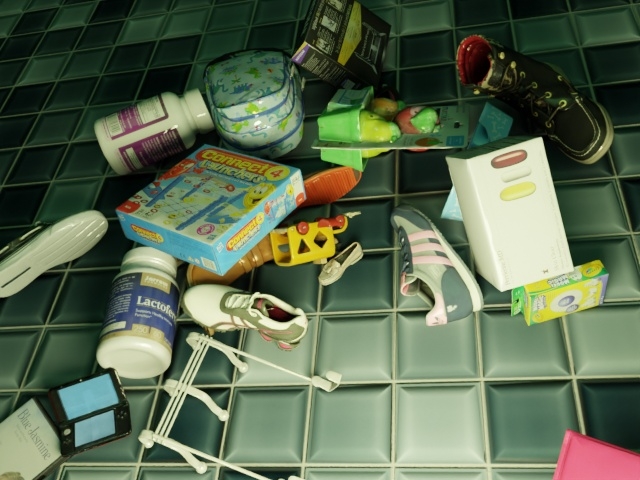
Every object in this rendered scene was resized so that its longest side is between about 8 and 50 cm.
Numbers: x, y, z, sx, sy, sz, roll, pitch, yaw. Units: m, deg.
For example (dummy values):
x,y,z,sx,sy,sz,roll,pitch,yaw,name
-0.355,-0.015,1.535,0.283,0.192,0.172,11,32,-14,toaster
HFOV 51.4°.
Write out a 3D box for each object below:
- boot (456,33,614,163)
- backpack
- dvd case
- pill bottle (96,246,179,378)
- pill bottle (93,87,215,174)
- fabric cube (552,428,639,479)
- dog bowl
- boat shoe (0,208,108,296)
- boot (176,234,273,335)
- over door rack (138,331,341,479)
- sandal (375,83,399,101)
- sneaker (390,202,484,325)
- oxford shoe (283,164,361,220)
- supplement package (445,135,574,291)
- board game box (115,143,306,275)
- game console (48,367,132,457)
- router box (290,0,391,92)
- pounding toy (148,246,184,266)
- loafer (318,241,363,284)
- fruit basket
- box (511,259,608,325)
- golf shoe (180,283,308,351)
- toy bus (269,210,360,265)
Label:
x,y,z,sx,sy,sz,roll,pitch,yaw,name
0.487,-0.337,1.544,0.284,0.138,0.377,15,40,-24,boot
-0.175,-0.369,1.794,0.290,0.273,0.355,-9,61,-1,backpack
-0.650,0.461,1.356,0.253,0.022,0.180,-40,52,-19,dvd case
-0.391,0.153,1.456,0.153,0.153,0.264,-9,50,8,pill bottle
-0.455,-0.311,1.850,0.302,0.169,0.169,-23,49,-4,pill bottle
0.431,0.456,0.911,0.258,0.259,0.254,15,58,26,fabric cube
0.357,-0.172,1.505,0.074,0.166,0.297,21,71,8,dog bowl
-0.707,0.005,1.684,0.335,0.121,0.119,-32,54,-9,boat shoe
-0.205,0.068,1.525,0.220,0.109,0.283,-12,56,-17,boot
-0.150,0.335,1.284,0.325,0.108,0.239,15,56,8,over door rack
0.176,-0.372,1.813,0.067,0.040,0.179,0,51,15,sandal
0.207,0.045,1.411,0.131,0.112,0.319,-25,48,-10,sneaker
-0.034,-0.139,1.644,0.272,0.096,0.098,-21,43,-2,oxford shoe
0.366,-0.060,1.313,0.145,0.261,0.204,-17,9,2,supplement package
-0.245,-0.083,1.511,0.308,0.086,0.302,18,46,31,board game box
-0.468,0.348,1.347,0.144,0.085,0.124,-18,39,-8,game console
0.066,-0.562,1.881,0.243,0.081,0.308,29,50,-19,router box
-0.360,-0.026,1.631,0.141,0.100,0.130,-36,51,-15,pounding toy
0.042,0.049,1.499,0.125,0.039,0.045,-39,53,-17,loafer
0.179,-0.289,1.611,0.353,0.165,0.327,-4,26,16,fruit basket
0.461,0.106,1.295,0.179,0.105,0.043,-16,48,3,box
-0.154,0.136,1.377,0.273,0.120,0.105,16,58,0,golf shoe
-0.013,0.002,1.509,0.202,0.191,0.104,-7,94,13,toy bus
